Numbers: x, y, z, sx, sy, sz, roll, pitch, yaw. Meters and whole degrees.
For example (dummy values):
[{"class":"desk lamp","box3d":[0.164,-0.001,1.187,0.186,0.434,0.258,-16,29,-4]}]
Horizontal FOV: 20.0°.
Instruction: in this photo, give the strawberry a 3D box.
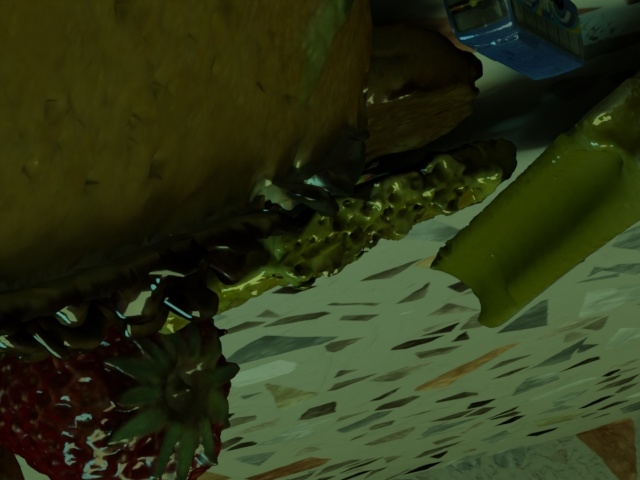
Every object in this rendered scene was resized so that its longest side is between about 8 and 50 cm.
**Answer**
[{"class":"strawberry","box3d":[-0.208,0.130,1.607,0.244,0.205,0.205,-2,177,37]}]

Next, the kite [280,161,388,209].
[{"class":"kite","box3d":[0.008,-0.038,1.269,0.090,0.004,0.122,-24,174,30]}]

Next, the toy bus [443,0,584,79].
[{"class":"toy bus","box3d":[0.126,-0.145,1.173,0.051,0.061,0.153,-18,167,24]}]

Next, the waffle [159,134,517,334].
[{"class":"waffle","box3d":[-0.001,-0.003,1.424,0.307,0.060,0.312,-24,-179,34]}]

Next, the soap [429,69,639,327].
[{"class":"soap","box3d":[0.228,-0.056,1.424,0.199,0.091,0.315,-39,176,-29]}]

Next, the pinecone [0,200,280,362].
[{"class":"pinecone","box3d":[-0.153,-0.043,0.870,0.273,0.224,0.224,0,174,28]}]

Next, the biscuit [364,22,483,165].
[{"class":"biscuit","box3d":[-0.037,-0.074,1.203,0.296,0.075,0.296,-20,172,-3]}]

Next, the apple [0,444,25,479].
[{"class":"apple","box3d":[-0.427,0.282,1.679,0.302,0.301,0.301,-16,165,-5]}]

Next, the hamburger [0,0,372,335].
[{"class":"hamburger","box3d":[-0.158,-0.128,0.544,0.268,0.286,0.445,15,-164,26]}]
